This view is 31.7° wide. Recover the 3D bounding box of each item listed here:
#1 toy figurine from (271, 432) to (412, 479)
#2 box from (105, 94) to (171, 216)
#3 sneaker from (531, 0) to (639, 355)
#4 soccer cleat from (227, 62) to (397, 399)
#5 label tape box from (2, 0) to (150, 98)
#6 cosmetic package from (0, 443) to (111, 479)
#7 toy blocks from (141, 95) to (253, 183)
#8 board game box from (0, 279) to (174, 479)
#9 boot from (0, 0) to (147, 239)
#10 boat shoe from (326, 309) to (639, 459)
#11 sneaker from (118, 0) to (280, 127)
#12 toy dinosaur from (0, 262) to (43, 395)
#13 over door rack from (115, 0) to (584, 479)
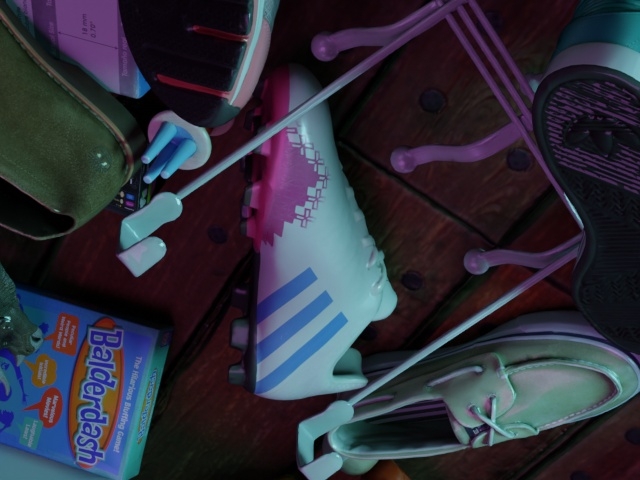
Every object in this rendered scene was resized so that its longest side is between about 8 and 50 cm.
[{"bbox_3d":[-0.010,0.295,1.103,0.148,0.213,0.209,47,133,-2],"label":"toy figurine"},{"bbox_3d":[-0.166,-0.072,0.978,0.052,0.062,0.083,19,131,7],"label":"box"},{"bbox_3d":[0.223,-0.063,0.747,0.123,0.178,0.295,9,145,30],"label":"sneaker"},{"bbox_3d":[0.000,0.000,0.949,0.143,0.116,0.331,3,128,-6],"label":"soccer cleat"},{"bbox_3d":[-0.265,-0.267,0.839,0.333,0.106,0.241,16,131,11],"label":"label tape box"},{"bbox_3d":[-0.261,0.348,1.171,0.385,0.156,0.217,44,144,36],"label":"cosmetic package"},{"bbox_3d":[-0.091,-0.119,0.851,0.054,0.148,0.123,21,132,6],"label":"toy blocks"},{"bbox_3d":[-0.269,0.136,1.142,0.210,0.047,0.160,14,94,12],"label":"board game box"},{"bbox_3d":[-0.275,-0.120,0.816,0.305,0.115,0.112,37,136,-7],"label":"boot"},{"bbox_3d":[0.142,0.143,0.991,0.302,0.094,0.109,-17,118,33],"label":"boat shoe"},{"bbox_3d":[-0.042,-0.224,0.732,0.116,0.136,0.314,25,122,31],"label":"sneaker"},{"bbox_3d":[-0.380,-0.005,1.052,0.313,0.160,0.121,36,170,-7],"label":"toy dinosaur"},{"bbox_3d":[0.042,-0.021,0.815,0.324,0.108,0.239,-39,114,-2],"label":"over door rack"}]
